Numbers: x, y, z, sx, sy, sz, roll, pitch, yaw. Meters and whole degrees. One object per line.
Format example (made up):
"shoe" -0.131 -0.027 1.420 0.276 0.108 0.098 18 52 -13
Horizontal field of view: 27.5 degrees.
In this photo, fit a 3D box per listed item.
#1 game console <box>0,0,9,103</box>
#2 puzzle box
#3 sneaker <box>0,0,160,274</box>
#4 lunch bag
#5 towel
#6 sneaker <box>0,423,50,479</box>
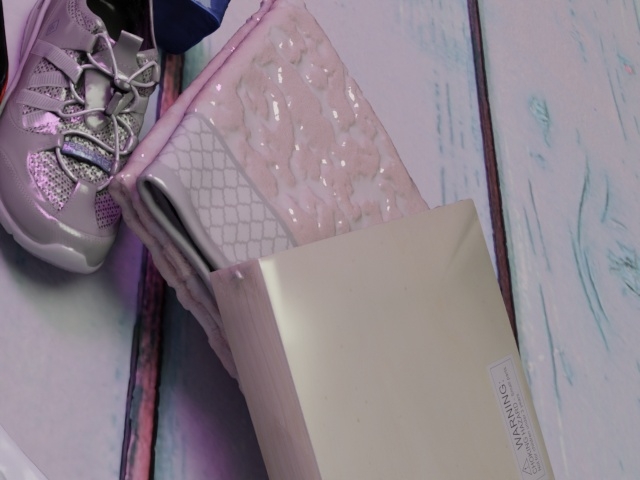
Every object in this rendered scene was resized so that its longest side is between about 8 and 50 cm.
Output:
"game console" -0.400 -0.268 0.892 0.386 0.060 0.342 13 55 -39
"puzzle box" 0.079 0.187 0.961 0.272 0.052 0.409 -15 89 -51
"sneaker" -0.173 -0.107 0.953 0.105 0.115 0.281 23 47 -34
"lunch bag" -0.118 -0.208 1.108 0.067 0.098 0.065 35 60 -25
"towel" 0.000 0.000 1.042 0.332 0.053 0.317 58 35 -20
"sneaker" -0.228 0.131 0.738 0.258 0.094 0.091 45 58 3
